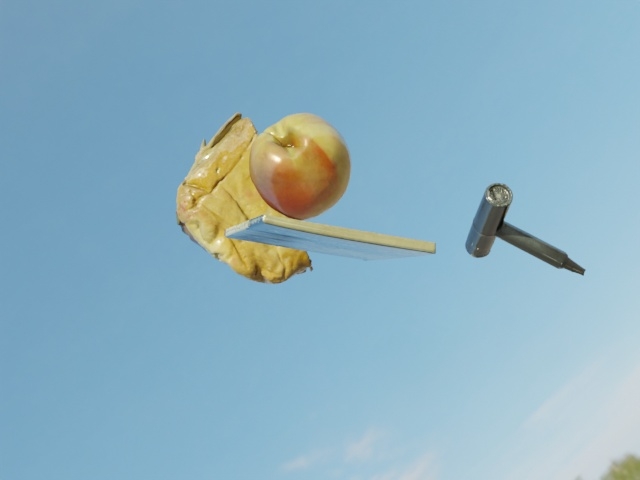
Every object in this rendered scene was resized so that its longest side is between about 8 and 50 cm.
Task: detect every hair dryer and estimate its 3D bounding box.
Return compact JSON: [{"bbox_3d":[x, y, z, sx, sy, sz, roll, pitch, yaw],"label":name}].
[{"bbox_3d":[0.334,-0.004,1.626,0.173,0.195,0.050,93,-160,-63],"label":"hair dryer"}]

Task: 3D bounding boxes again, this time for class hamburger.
[{"bbox_3d":[-0.168,-0.057,1.952,0.209,0.329,0.162,-24,4,-10],"label":"hamburger"}]

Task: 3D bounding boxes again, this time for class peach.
[{"bbox_3d":[-0.033,-0.124,1.792,0.184,0.184,0.184,-37,-29,-25],"label":"peach"}]

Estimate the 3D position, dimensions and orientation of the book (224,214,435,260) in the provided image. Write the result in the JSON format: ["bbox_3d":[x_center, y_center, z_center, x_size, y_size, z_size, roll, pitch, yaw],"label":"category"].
[{"bbox_3d":[0.000,0.000,1.414,0.322,0.228,0.018,170,109,-77],"label":"book"}]
